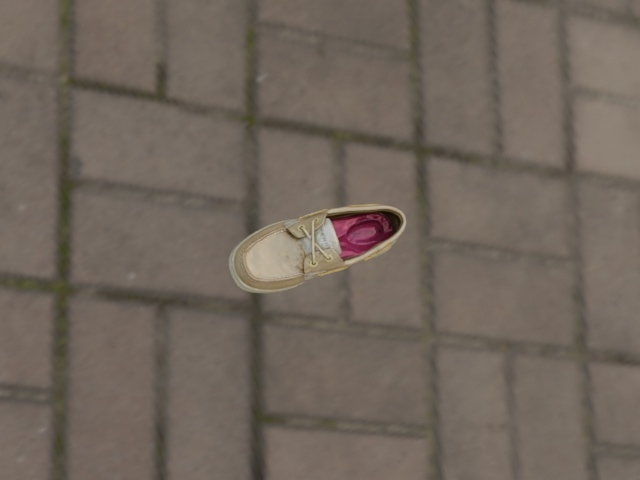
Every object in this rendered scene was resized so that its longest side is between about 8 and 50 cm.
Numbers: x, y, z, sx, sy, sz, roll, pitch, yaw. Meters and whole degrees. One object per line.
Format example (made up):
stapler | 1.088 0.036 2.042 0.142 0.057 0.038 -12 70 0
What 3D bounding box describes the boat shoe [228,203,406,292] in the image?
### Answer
boat shoe | 0.000 0.000 1.702 0.170 0.059 0.063 -19 83 -29
